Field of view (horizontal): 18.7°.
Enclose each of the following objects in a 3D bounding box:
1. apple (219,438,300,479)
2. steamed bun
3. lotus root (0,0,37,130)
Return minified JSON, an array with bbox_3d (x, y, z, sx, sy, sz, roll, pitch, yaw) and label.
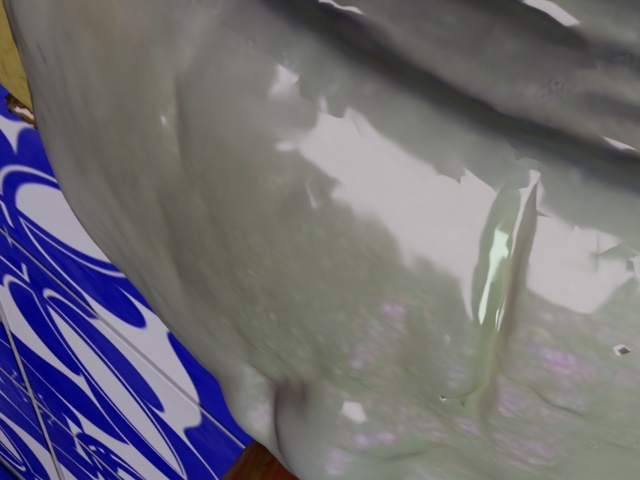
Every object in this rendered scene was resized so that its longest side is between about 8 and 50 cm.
[{"bbox_3d":[0.102,0.179,0.921,0.301,0.301,0.301,40,160,17],"label":"apple"},{"bbox_3d":[0.043,-0.062,0.545,0.383,0.236,0.247,38,158,21],"label":"steamed bun"},{"bbox_3d":[-0.097,-0.140,0.846,0.303,0.131,0.146,99,148,-66],"label":"lotus root"}]
